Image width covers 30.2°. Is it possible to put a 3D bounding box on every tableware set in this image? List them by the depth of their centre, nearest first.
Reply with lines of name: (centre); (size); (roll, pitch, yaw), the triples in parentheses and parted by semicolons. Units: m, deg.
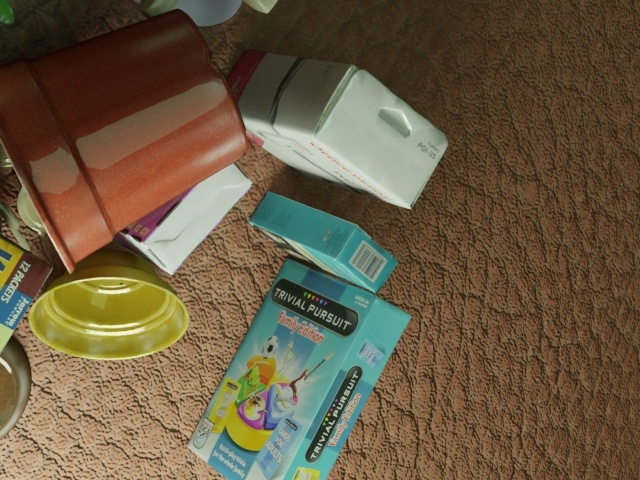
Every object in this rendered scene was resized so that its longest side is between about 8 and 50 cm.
tableware set: (-0.392, -0.099, 1.585); (0.128, 0.039, 0.194); (-33, 113, -9)

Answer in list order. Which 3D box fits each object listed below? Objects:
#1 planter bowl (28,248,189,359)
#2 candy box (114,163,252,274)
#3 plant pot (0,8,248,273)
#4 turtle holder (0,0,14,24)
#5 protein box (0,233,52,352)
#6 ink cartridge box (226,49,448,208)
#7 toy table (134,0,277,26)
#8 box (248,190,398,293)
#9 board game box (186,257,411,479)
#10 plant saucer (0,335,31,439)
planter bowl: (-0.290, 0.075, 1.637); (0.217, 0.217, 0.090); (25, 45, -35)
candy box: (-0.213, -0.060, 1.613); (0.165, 0.196, 0.070); (-49, 127, -13)
plant pot: (-0.247, -0.140, 1.449); (0.265, 0.272, 0.272); (-27, 117, -9)
turtle holder: (-0.507, -0.295, 1.293); (0.227, 0.243, 0.320); (-53, 159, -39)
protein box: (-0.476, 0.024, 1.458); (0.200, 0.201, 0.136); (35, 82, -35)
ink cartridge box: (0.010, -0.163, 1.681); (0.207, 0.283, 0.117); (34, 83, -34)
toy table: (-0.177, -0.396, 1.574); (0.274, 0.161, 0.252); (27, 87, -34)
box: (0.000, 0.000, 1.740); (0.100, 0.244, 0.060); (39, 80, -34)
board game box: (-0.040, 0.213, 1.765); (0.079, 0.254, 0.336); (31, 84, -35)
plant saucer: (-0.482, 0.206, 1.605); (0.198, 0.036, 0.199); (-9, 107, -32)
